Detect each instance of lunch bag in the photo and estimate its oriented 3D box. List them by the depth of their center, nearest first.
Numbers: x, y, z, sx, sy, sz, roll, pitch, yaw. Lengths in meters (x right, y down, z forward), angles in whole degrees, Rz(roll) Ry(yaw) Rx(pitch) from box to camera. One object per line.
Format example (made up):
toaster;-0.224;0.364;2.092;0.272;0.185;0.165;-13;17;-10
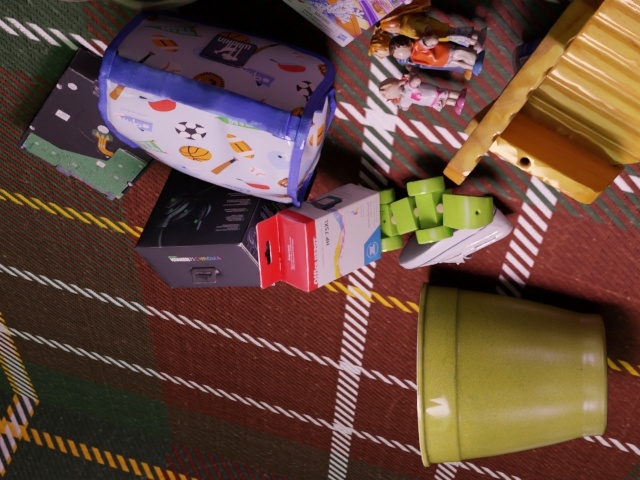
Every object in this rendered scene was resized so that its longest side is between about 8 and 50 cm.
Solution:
lunch bag;-0.149;-0.209;1.723;0.327;0.239;0.385;18;-179;3

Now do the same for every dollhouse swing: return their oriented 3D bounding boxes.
dollhouse swing;0.371;-0.177;1.427;0.315;0.305;0.347;29;129;-8

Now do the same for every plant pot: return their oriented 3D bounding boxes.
plant pot;0.381;0.265;2.176;0.353;0.366;0.366;0;144;11

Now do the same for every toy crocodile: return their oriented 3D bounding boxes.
toy crocodile;0.166;-0.048;2.000;0.105;0.115;0.340;-13;-178;-39

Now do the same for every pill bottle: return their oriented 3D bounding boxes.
pill bottle;0.345;-0.270;1.609;0.120;0.067;0.067;-15;135;42

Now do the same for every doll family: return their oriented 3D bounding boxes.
doll family;0.156;-0.288;1.671;0.163;0.118;0.263;12;166;1

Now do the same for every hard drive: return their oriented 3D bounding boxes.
hard drive;-0.424;-0.213;2.122;0.237;0.064;0.339;30;146;-16

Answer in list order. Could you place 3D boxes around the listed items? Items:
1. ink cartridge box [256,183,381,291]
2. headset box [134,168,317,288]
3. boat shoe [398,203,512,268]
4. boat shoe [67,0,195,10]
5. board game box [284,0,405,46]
ink cartridge box;0.000;0.000;1.934;0.078;0.231;0.134;21;125;42
headset box;-0.173;-0.048;2.027;0.246;0.283;0.131;-3;141;31
boat shoe;0.248;0.007;2.057;0.084;0.095;0.258;37;146;-18
boat shoe;-0.294;-0.432;1.655;0.355;0.132;0.130;4;145;22
board game box;-0.022;-0.446;1.534;0.347;0.078;0.233;34;145;-21
